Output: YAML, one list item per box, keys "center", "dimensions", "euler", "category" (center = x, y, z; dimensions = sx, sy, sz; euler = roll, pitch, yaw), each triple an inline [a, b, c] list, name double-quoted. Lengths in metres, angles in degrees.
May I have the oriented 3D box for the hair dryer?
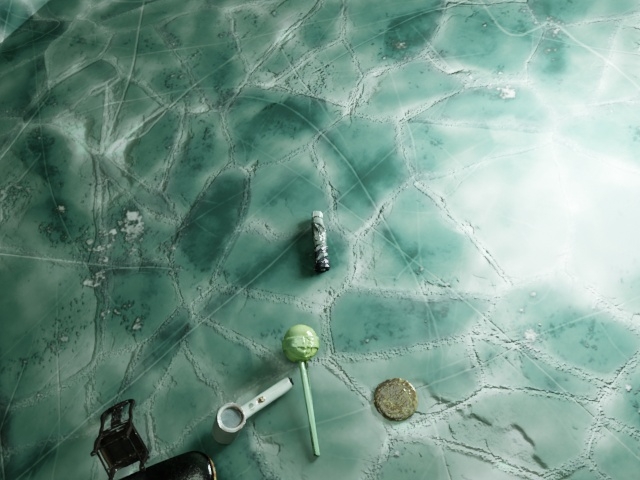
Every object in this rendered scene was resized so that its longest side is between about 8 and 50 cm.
- center: [-0.167, 0.414, 1.946]
  dimensions: [0.236, 0.131, 0.073]
  euler: [-34, 74, -27]
  category: "hair dryer"

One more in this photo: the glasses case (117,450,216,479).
- center: [-0.409, 0.620, 1.894]
  dimensions: [0.320, 0.082, 0.122]
  euler: [-23, 53, 3]
  category: "glasses case"

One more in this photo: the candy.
- center: [-0.033, 0.376, 1.954]
  dimensions: [0.092, 0.093, 0.336]
  euler: [-35, 58, 45]
  category: "candy"

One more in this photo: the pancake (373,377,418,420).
- center: [0.185, 0.394, 1.913]
  dimensions: [0.114, 0.011, 0.115]
  euler: [-6, 61, 11]
  category: "pancake"

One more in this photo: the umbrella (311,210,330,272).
- center: [0.000, 0.000, 2.155]
  dimensions: [0.046, 0.050, 0.188]
  euler: [1, 60, -10]
  category: "umbrella"

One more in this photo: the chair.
- center: [-0.505, 0.509, 1.973]
  dimensions: [0.106, 0.113, 0.229]
  euler: [-24, 14, -1]
  category: "chair"
